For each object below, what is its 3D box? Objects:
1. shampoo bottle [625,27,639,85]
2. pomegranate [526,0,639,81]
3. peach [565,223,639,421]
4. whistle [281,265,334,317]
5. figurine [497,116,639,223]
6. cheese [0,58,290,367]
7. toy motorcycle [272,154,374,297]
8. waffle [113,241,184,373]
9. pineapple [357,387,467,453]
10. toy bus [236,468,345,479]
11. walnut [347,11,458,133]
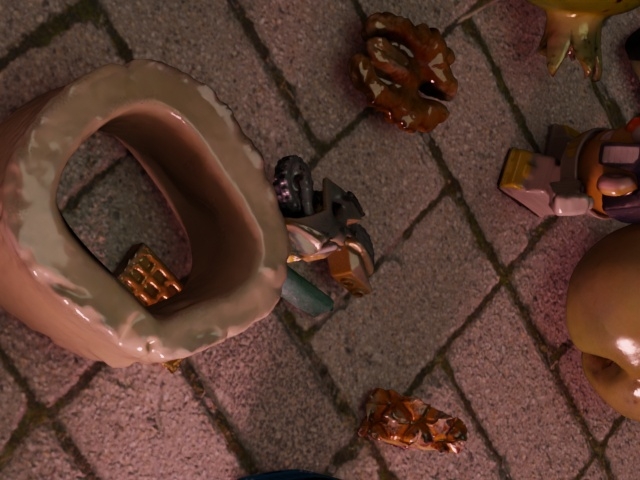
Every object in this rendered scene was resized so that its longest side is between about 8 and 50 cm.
[{"bbox_3d":[0.561,-0.199,2.297,0.101,0.101,0.284,-42,115,-33],"label":"shampoo bottle"},{"bbox_3d":[0.361,-0.389,2.047,0.260,0.260,0.340,-1,93,-41],"label":"pomegranate"},{"bbox_3d":[0.492,0.110,2.136,0.292,0.247,0.292,0,91,-18],"label":"peach"},{"bbox_3d":[-0.056,0.040,1.807,0.186,0.039,0.039,38,66,-33],"label":"whistle"},{"bbox_3d":[0.409,-0.097,2.051,0.308,0.308,0.143,-49,123,-30],"label":"figurine"},{"bbox_3d":[-0.202,-0.014,1.591,0.332,0.153,0.292,49,59,-19],"label":"cheese"},{"bbox_3d":[0.001,0.000,1.806,0.229,0.094,0.129,46,39,-46],"label":"toy motorcycle"},{"bbox_3d":[-0.189,0.077,1.703,0.135,0.021,0.092,48,61,-29],"label":"waffle"},{"bbox_3d":[0.121,0.244,1.925,0.116,0.137,0.069,74,36,-72],"label":"pineapple"},{"bbox_3d":[-0.030,0.399,1.761,0.113,0.134,0.246,-1,89,-41],"label":"toy bus"},{"bbox_3d":[0.102,-0.217,1.927,0.170,0.069,0.143,34,69,-33],"label":"walnut"}]
